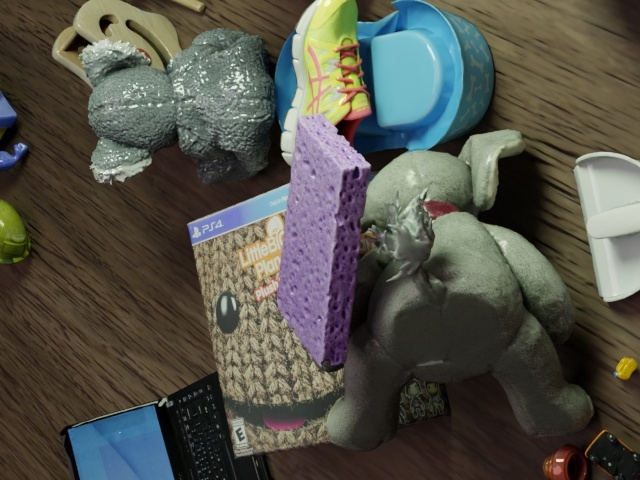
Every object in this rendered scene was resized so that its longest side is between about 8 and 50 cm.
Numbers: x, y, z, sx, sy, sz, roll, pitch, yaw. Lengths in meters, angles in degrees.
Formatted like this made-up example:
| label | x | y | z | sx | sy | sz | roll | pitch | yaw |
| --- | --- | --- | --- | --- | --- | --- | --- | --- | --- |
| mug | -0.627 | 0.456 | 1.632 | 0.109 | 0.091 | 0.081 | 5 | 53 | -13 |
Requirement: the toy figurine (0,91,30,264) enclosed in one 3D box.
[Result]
| label | x | y | z | sx | sy | sz | roll | pitch | yaw |
| --- | --- | --- | --- | --- | --- | --- | --- | --- | --- |
| toy figurine | -0.553 | -0.159 | 2.193 | 0.362 | 0.191 | 0.217 | 54 | 125 | 28 |

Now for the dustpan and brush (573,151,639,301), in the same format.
| label | x | y | z | sx | sy | sz | roll | pitch | yaw |
| --- | --- | --- | --- | --- | --- | --- | --- | --- | --- |
| dustpan and brush | 0.316 | -0.026 | 1.335 | 0.211 | 0.060 | 0.147 | -16 | 82 | 48 |

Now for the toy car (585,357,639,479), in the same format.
| label | x | y | z | sx | sy | sz | roll | pitch | yaw |
| --- | --- | --- | --- | --- | --- | --- | --- | --- | --- |
| toy car | 0.304 | 0.178 | 1.405 | 0.040 | 0.060 | 0.122 | -92 | 23 | -85 |

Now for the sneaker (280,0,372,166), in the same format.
| label | x | y | z | sx | sy | sz | roll | pitch | yaw |
| --- | --- | --- | --- | --- | --- | --- | --- | --- | --- |
| sneaker | 0.022 | -0.168 | 1.531 | 0.094 | 0.081 | 0.209 | 24 | 118 | 36 |

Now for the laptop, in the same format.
| label | x | y | z | sx | sy | sz | roll | pitch | yaw |
| --- | --- | --- | --- | --- | --- | --- | --- | --- | --- |
| laptop | -0.201 | 0.317 | 1.888 | 0.264 | 0.136 | 0.234 | -29 | 73 | 45 |

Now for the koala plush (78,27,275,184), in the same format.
| label | x | y | z | sx | sy | sz | roll | pitch | yaw |
| --- | --- | --- | --- | --- | --- | --- | --- | --- | --- |
| koala plush | -0.176 | -0.163 | 1.698 | 0.203 | 0.221 | 0.196 | -170 | 78 | -77 |

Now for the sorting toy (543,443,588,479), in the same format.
| label | x | y | z | sx | sy | sz | roll | pitch | yaw |
| --- | --- | --- | --- | --- | --- | --- | --- | --- | --- |
| sorting toy | 0.246 | 0.260 | 1.447 | 0.042 | 0.061 | 0.102 | -6 | 67 | 48 |

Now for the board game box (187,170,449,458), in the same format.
| label | x | y | z | sx | sy | sz | roll | pitch | yaw |
| --- | --- | --- | --- | --- | --- | --- | --- | --- | --- |
| board game box | -0.007 | 0.089 | 1.644 | 0.232 | 0.141 | 0.291 | -20 | 80 | 47 |

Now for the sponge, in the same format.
| label | x | y | z | sx | sy | sz | roll | pitch | yaw |
| --- | --- | --- | --- | --- | --- | --- | --- | --- | --- |
| sponge | 0.000 | 0.000 | 1.331 | 0.117 | 0.031 | 0.210 | -130 | 40 | -53 |

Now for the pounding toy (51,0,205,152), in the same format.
| label | x | y | z | sx | sy | sz | roll | pitch | yaw |
| --- | --- | --- | --- | --- | --- | --- | --- | --- | --- |
| pounding toy | -0.243 | -0.254 | 1.856 | 0.155 | 0.154 | 0.270 | -40 | 66 | 43 |

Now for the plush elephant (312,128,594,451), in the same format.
| label | x | y | z | sx | sy | sz | roll | pitch | yaw |
| --- | --- | --- | --- | --- | --- | --- | --- | --- | --- |
| plush elephant | 0.114 | 0.024 | 1.448 | 0.271 | 0.255 | 0.330 | -10 | 127 | 11 |

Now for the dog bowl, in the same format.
| label | x | y | z | sx | sy | sz | roll | pitch | yaw |
| --- | --- | --- | --- | --- | --- | --- | --- | --- | --- |
| dog bowl | 0.071 | -0.174 | 1.580 | 0.297 | 0.074 | 0.166 | -3 | 92 | 48 |
